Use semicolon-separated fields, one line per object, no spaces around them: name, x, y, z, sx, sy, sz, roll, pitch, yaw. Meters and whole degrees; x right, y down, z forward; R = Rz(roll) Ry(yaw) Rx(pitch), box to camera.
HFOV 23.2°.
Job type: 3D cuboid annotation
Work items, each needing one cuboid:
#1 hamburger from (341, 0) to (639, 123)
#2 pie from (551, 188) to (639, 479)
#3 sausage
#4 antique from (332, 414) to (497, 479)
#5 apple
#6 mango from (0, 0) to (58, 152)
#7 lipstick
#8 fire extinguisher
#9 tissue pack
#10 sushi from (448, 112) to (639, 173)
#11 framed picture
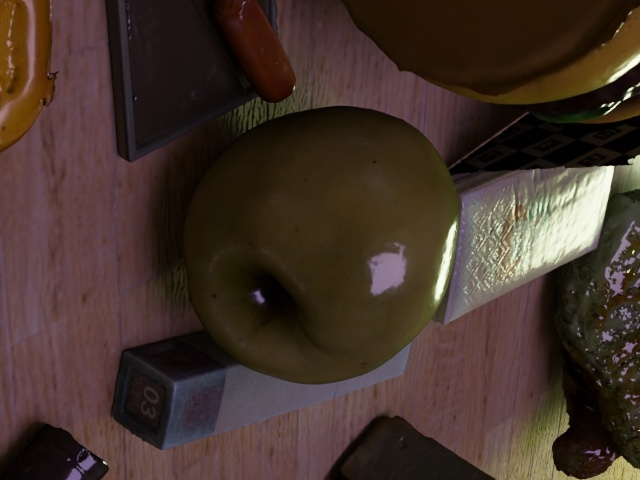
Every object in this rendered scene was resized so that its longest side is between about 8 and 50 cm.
hamburger;0.212;-0.300;1.416;0.277;0.396;0.395;3;109;-53
pie;0.474;0.102;2.164;0.395;0.180;0.418;-24;122;-41
sausage;-0.059;-0.176;1.386;0.041;0.039;0.131;-46;141;-14
antique;0.162;0.335;1.813;0.125;0.284;0.150;-47;143;-22
apple;0.000;0.000;1.435;0.262;0.262;0.262;-30;133;-38
mango;-0.248;-0.143;1.172;0.101;0.066;0.187;10;99;-46
lipstick;-0.046;0.126;1.593;0.371;0.076;0.079;-12;120;-49
fire extinguisher;-0.300;0.277;1.365;0.267;0.072;0.089;-51;152;-18
tissue pack;0.236;-0.026;1.862;0.325;0.071;0.170;-21;126;-44
sushi;0.312;-0.163;1.744;0.290;0.264;0.050;-37;114;-36
framed picture;-0.108;-0.218;1.344;0.192;0.018;0.265;-30;133;-39
